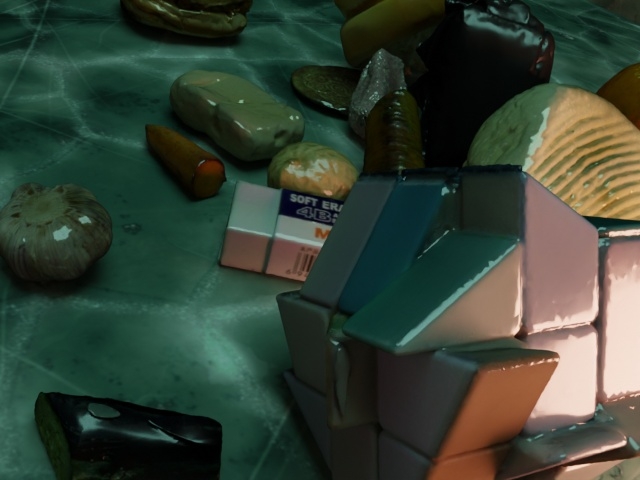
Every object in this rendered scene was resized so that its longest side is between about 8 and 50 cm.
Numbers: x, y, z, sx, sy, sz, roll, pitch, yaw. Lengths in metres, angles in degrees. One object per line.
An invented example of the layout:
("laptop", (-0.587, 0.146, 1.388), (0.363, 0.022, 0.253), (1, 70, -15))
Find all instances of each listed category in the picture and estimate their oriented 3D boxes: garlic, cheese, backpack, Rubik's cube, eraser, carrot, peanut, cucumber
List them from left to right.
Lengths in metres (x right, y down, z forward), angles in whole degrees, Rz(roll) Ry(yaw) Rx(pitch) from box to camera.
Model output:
("garlic", (-0.343, -0.007, 0.899), (0.159, 0.102, 0.147), (16, 47, 20))
("cucumber", (-0.194, 0.202, 0.694), (0.193, 0.086, 0.115), (13, 33, -16))
("carrot", (-0.243, -0.150, 1.164), (0.072, 0.072, 0.205), (-20, 46, -40))
("cheese", (-0.164, -0.235, 1.292), (0.263, 0.093, 0.159), (38, 37, 30))
("peanut", (-0.014, -0.104, 1.153), (0.140, 0.109, 0.159), (26, 29, 37))
("eraser", (0.000, 0.000, 1.036), (0.287, 0.086, 0.130), (12, 36, -7))
("carrot", (0.127, -0.136, 1.201), (0.114, 0.114, 0.302), (9, 51, -10))
("Rubik's cube", (0.143, 0.108, 0.724), (0.358, 0.368, 0.387), (-3, 5, -25))
("backpack", (0.303, -0.308, 1.378), (0.254, 0.363, 0.446), (11, 18, 6))

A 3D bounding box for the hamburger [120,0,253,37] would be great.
("hamburger", (-0.331, -0.600, 1.669), (0.304, 0.174, 0.284), (-2, 27, -35))

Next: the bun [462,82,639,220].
("bun", (0.359, -0.059, 1.093), (0.349, 0.227, 0.352), (-23, 89, -27))

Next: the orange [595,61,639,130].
("orange", (0.678, -0.137, 1.291), (0.424, 0.326, 0.424), (24, 32, -16))

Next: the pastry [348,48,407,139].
("pastry", (0.121, -0.288, 1.443), (0.103, 0.112, 0.265), (37, 37, -26))

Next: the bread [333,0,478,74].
("bread", (0.225, -0.556, 1.657), (0.424, 0.329, 0.245), (-23, 77, -28))

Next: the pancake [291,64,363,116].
("pancake", (0.049, -0.344, 1.578), (0.250, 0.031, 0.250), (10, 36, -7))
